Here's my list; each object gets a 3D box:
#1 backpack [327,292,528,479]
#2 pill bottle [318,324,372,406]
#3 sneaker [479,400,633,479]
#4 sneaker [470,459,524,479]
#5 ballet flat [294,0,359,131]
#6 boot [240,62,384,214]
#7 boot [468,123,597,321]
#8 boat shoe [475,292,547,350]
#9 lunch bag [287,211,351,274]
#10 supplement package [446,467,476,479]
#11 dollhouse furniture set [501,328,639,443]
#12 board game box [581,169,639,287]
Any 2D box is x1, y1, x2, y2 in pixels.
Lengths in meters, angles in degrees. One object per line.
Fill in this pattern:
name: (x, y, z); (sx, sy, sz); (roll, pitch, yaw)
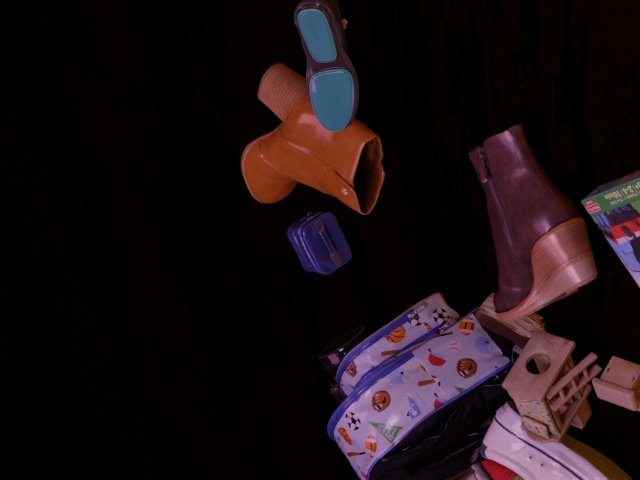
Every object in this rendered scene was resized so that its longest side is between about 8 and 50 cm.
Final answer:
backpack: (0.134, 0.220, 2.067); (0.213, 0.263, 0.276); (44, 156, 22)
pill bottle: (0.094, 0.251, 2.368); (0.219, 0.123, 0.123); (56, 157, -6)
sneaker: (0.332, 0.320, 1.984); (0.258, 0.091, 0.094); (35, -165, 10)
sneaker: (0.316, 0.361, 2.119); (0.107, 0.118, 0.279); (49, 174, -31)
ballet flat: (0.012, -0.238, 1.914); (0.074, 0.074, 0.203); (32, 148, 41)
boot: (-0.007, -0.096, 2.097); (0.211, 0.104, 0.295); (43, 151, 24)
boot: (0.240, -0.019, 1.799); (0.207, 0.090, 0.248); (63, 159, 8)
boat shoe: (0.271, 0.114, 1.936); (0.135, 0.045, 0.050); (33, 154, -3)
lunch bag: (0.000, 0.000, 2.264); (0.065, 0.067, 0.098); (6, 127, 60)
supplement package: (0.226, 0.498, 2.363); (0.198, 0.199, 0.263); (52, 157, 4)
dollhouse furniture set: (0.337, 0.224, 1.874); (0.161, 0.101, 0.182); (18, 152, 35)
board game box: (0.389, 0.019, 1.587); (0.211, 0.039, 0.160); (54, 157, -3)
